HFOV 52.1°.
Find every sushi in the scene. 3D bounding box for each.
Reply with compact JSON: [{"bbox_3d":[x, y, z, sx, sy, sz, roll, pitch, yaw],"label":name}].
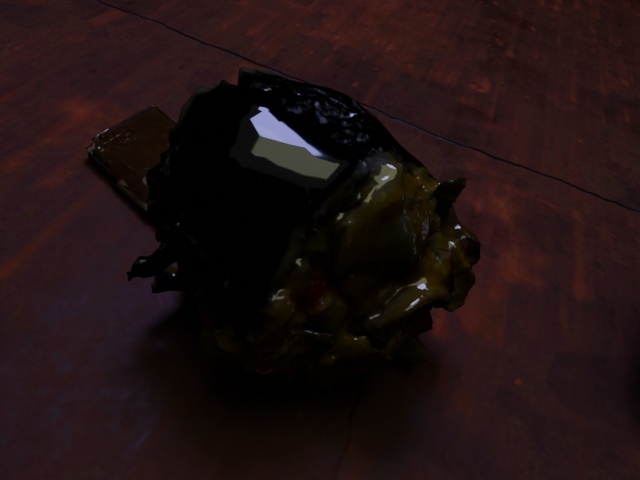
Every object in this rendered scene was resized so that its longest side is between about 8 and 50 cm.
[{"bbox_3d":[-0.002,0.006,0.477,0.204,0.200,0.213,37,29,19],"label":"sushi"}]

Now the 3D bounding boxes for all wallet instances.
[{"bbox_3d":[-0.139,-0.063,0.619,0.095,0.026,0.176,-39,64,-24],"label":"wallet"}]
